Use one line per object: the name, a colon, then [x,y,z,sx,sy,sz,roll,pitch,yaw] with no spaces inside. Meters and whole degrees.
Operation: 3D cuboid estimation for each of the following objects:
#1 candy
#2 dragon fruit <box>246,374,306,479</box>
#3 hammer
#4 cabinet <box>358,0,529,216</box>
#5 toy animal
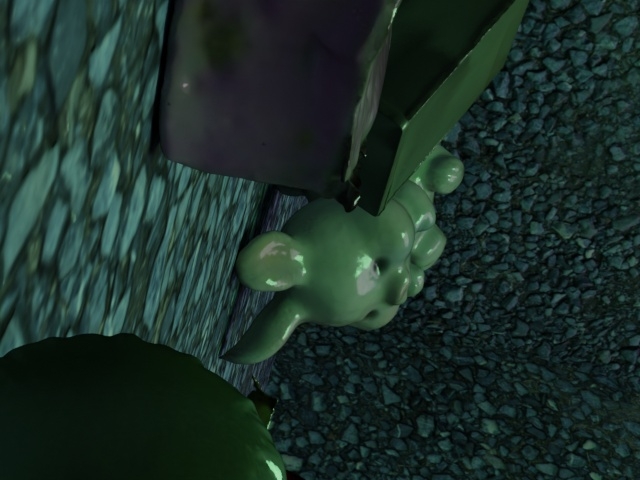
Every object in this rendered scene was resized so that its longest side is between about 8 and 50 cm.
candy: [-0.002,-0.146,0.639,0.265,0.116,0.155,-72,176,-61]
dragon fruit: [-0.080,0.164,0.701,0.137,0.135,0.235,-65,154,-47]
hammer: [-0.111,0.194,0.293,0.335,0.119,0.206,-65,170,-46]
cabinet: [0.059,-0.161,0.929,0.206,0.145,0.150,-49,166,-25]
toy animal: [0.011,0.001,1.337,0.367,0.241,0.196,-54,155,-46]
